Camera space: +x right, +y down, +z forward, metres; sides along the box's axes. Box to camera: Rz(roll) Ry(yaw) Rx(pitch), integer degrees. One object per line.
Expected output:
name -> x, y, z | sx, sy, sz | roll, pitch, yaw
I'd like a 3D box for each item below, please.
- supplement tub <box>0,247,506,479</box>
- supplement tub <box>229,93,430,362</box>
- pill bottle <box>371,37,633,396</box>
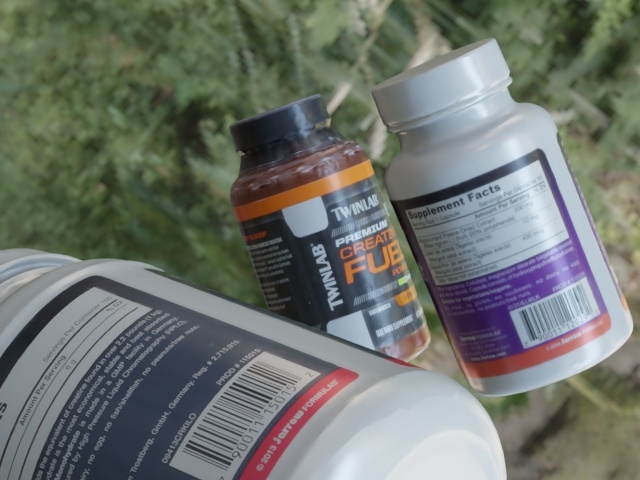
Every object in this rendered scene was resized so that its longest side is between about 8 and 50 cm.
supplement tub -> -0.067, 0.119, 0.824 | 0.191, 0.272, 0.191 | -28, 126, -45
supplement tub -> 0.000, 0.000, 1.216 | 0.106, 0.198, 0.106 | -20, -175, 2
pill bottle -> 0.102, -0.015, 1.019 | 0.108, 0.193, 0.108 | -22, -172, 3
